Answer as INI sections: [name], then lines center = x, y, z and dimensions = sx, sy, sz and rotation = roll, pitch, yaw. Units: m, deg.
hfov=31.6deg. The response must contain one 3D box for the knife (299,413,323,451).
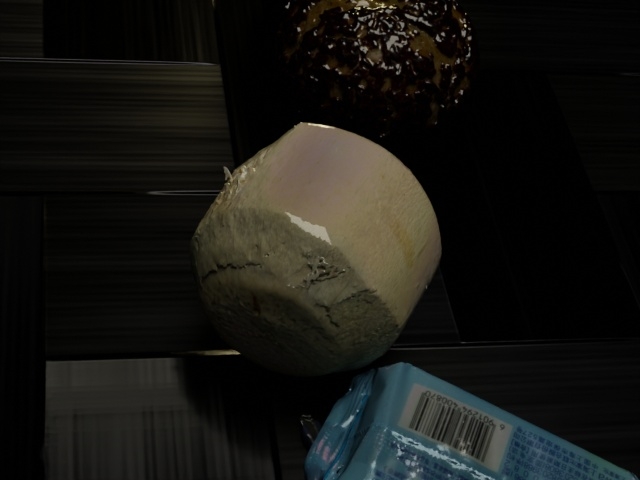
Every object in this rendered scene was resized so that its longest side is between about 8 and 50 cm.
[knife]
center = 0.009, 0.203, 0.980
dimensions = 0.031, 0.018, 0.121
rotation = -14, 53, -24

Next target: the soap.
[soap]
center = 0.136, 0.215, 0.946
dimensions = 0.293, 0.077, 0.156
rotation = 27, 50, 4

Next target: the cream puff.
[cream puff]
center = 0.064, -0.210, 1.244
dimensions = 0.239, 0.165, 0.239
rotation = 5, 47, -5

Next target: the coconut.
[coconut]
center = 0.000, 0.000, 1.027
dimensions = 0.224, 0.224, 0.234
rotation = 19, 56, 4
